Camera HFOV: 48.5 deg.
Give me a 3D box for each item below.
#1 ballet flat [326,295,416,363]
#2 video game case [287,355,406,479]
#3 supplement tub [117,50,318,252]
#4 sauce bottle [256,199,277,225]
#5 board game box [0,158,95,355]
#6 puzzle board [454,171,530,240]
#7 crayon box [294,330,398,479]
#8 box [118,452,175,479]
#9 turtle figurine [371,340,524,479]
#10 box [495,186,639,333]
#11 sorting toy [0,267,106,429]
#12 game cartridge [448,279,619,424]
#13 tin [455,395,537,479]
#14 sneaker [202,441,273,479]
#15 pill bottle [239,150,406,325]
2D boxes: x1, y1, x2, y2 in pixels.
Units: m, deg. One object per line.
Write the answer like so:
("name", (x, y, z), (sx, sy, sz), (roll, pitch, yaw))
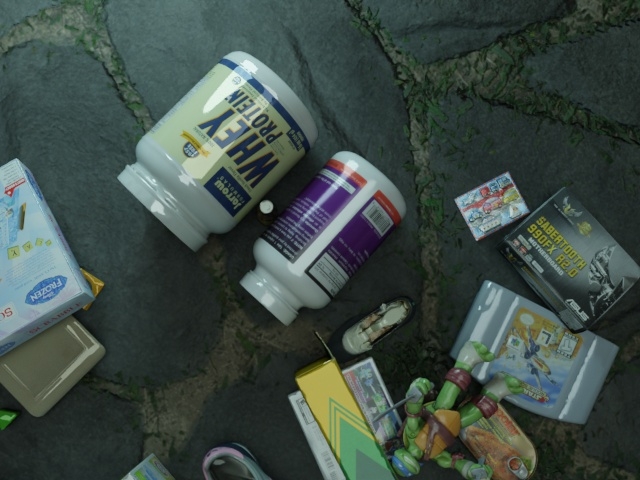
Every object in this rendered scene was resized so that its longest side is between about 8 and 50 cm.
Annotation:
("ballet flat", (0.098, 0.171, 1.381), (0.203, 0.074, 0.074), (-32, 86, -5))
("video game case", (0.059, 0.355, 1.384), (0.183, 0.023, 0.201), (-24, 85, -5))
("supplement tub", (-0.189, -0.162, 1.320), (0.235, 0.235, 0.325), (43, 84, 2))
("sauce bottle", (-0.102, -0.054, 1.366), (0.042, 0.128, 0.042), (0, 86, -4))
("board game box", (-0.633, 0.057, 1.328), (0.318, 0.066, 0.318), (-31, 72, -5))
("puzzle board", (0.350, -0.070, 1.446), (0.128, 0.011, 0.096), (-27, 86, -4))
("crayon box", (0.036, 0.319, 1.275), (0.081, 0.202, 0.318), (-27, 84, -5))
("box", (-0.322, 0.469, 1.264), (0.103, 0.203, 0.114), (-41, 85, -6))
("turtle figurine", (0.246, 0.317, 1.248), (0.198, 0.275, 0.266), (37, 72, 23))
("box", (0.487, 0.038, 1.392), (0.183, 0.056, 0.231), (-38, 82, -17))
("sorting toy", (-0.538, 0.206, 1.363), (0.196, 0.047, 0.347), (45, 84, -1))
("game cartridge", (0.416, 0.231, 1.398), (0.297, 0.062, 0.198), (27, 79, 0))
("tin", (0.340, 0.388, 1.386), (0.106, 0.040, 0.190), (-38, 87, -2))
("sneaker", (-0.100, 0.498, 1.276), (0.319, 0.131, 0.112), (40, 85, 17))
("pill bottle", (0.000, 0.000, 1.339), (0.181, 0.181, 0.323), (42, 84, 2))
